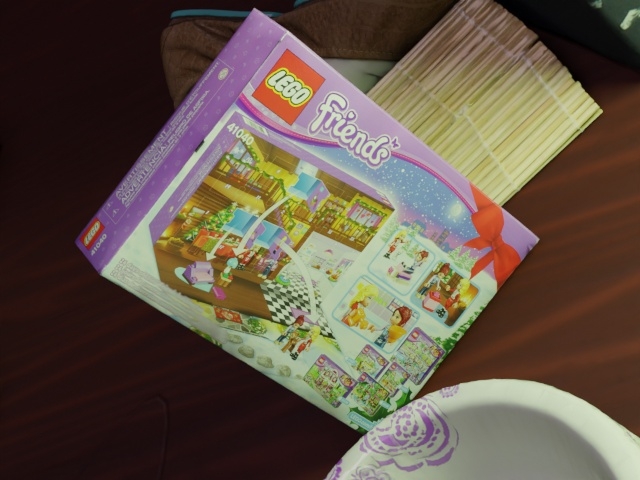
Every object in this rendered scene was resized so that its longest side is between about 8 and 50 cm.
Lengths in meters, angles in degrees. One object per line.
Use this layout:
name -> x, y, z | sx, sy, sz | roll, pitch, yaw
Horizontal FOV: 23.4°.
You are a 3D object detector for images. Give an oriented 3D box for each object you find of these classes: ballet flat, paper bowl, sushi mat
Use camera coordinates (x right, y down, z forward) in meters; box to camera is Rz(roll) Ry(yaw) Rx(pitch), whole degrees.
ballet flat -> -0.015, -0.153, 1.349 | 0.342, 0.116, 0.124 | -2, 85, 40
paper bowl -> 0.119, 0.240, 0.959 | 0.284, 0.148, 0.284 | -20, 54, 31
sushi mat -> 0.063, -0.048, 1.240 | 0.316, 0.019, 0.151 | -44, 64, 12

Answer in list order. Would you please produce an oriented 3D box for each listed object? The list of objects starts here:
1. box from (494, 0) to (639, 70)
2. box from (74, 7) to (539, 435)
box -> 0.173, -0.465, 1.099 | 0.480, 0.472, 0.297 | -54, 45, 1
box -> 0.000, 0.000, 1.098 | 0.201, 0.293, 0.057 | -52, 38, 3
